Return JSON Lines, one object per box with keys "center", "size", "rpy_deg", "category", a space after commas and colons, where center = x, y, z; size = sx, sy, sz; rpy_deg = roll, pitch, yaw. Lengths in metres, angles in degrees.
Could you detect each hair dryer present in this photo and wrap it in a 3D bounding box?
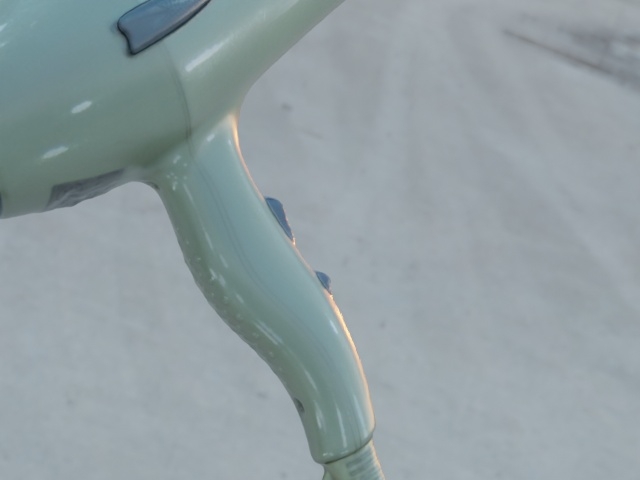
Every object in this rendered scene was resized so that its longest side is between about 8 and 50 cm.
{"center": [0.007, -0.019, 0.471], "size": [0.199, 0.167, 0.067], "rpy_deg": [45, -18, -10], "category": "hair dryer"}
